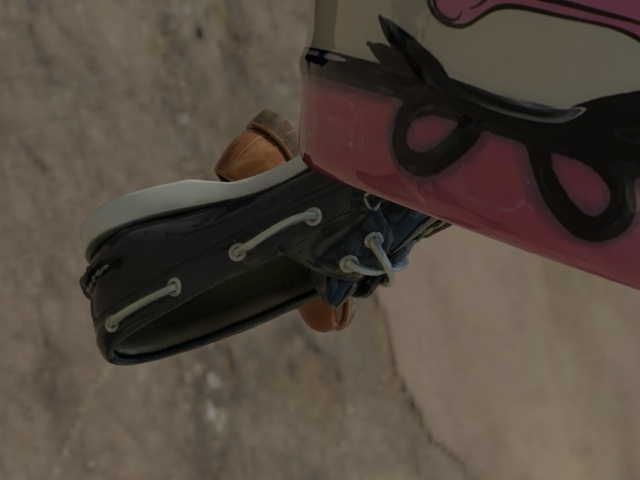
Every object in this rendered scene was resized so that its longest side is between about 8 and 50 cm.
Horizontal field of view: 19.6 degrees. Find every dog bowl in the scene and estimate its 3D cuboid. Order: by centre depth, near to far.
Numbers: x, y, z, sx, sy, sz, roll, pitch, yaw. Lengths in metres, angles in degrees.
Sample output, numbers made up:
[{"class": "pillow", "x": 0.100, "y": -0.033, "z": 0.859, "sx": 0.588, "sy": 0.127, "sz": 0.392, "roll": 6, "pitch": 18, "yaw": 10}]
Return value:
[{"class": "dog bowl", "x": 0.172, "y": -0.047, "z": 0.784, "sx": 0.408, "sy": 0.408, "sz": 0.150, "roll": 9, "pitch": 100, "yaw": -68}]

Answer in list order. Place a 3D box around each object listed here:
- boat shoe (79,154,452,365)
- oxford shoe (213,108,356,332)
[{"class": "boat shoe", "x": 0.000, "y": 0.000, "z": 1.095, "sx": 0.114, "sy": 0.303, "sz": 0.091, "roll": 35, "pitch": 41, "yaw": -56}, {"class": "oxford shoe", "x": -0.033, "y": 0.001, "z": 1.404, "sx": 0.076, "sy": 0.076, "sz": 0.212, "roll": -42, "pitch": 133, "yaw": -22}]
